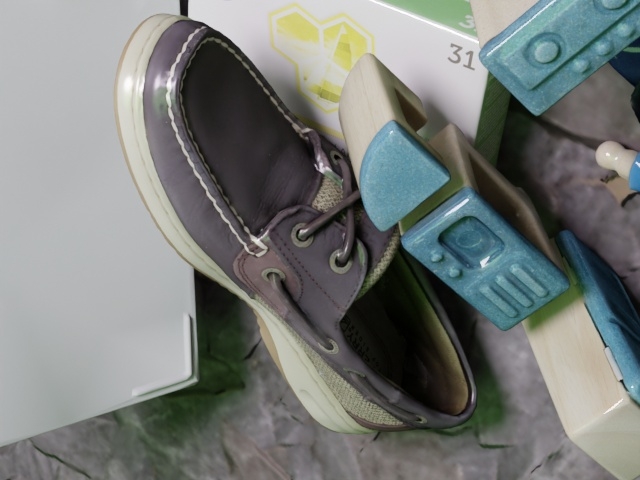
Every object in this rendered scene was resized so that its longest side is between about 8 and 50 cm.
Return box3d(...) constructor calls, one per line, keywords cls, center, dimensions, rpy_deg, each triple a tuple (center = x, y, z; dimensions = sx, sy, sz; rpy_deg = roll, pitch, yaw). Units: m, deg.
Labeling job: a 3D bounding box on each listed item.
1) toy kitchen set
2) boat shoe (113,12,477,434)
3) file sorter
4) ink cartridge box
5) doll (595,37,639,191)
box3d(cls="toy kitchen set", center=(0.129, -0.021, 0.638), dimensions=(0.166, 0.122, 0.207), rpy_deg=(-38, 126, 19))
box3d(cls="boat shoe", center=(0.000, 0.000, 0.713), dimensions=(0.092, 0.103, 0.285), rpy_deg=(0, 136, 34))
box3d(cls="file sorter", center=(-0.199, -0.049, 0.779), dimensions=(0.173, 0.193, 0.277), rpy_deg=(23, 120, 48))
box3d(cls="ink cartridge box", center=(0.020, -0.134, 0.698), dimensions=(0.171, 0.056, 0.235), rpy_deg=(24, 136, 18))
box3d(cls="doll", center=(0.179, -0.067, 0.681), dimensions=(0.129, 0.046, 0.189), rpy_deg=(-33, 90, 40))
